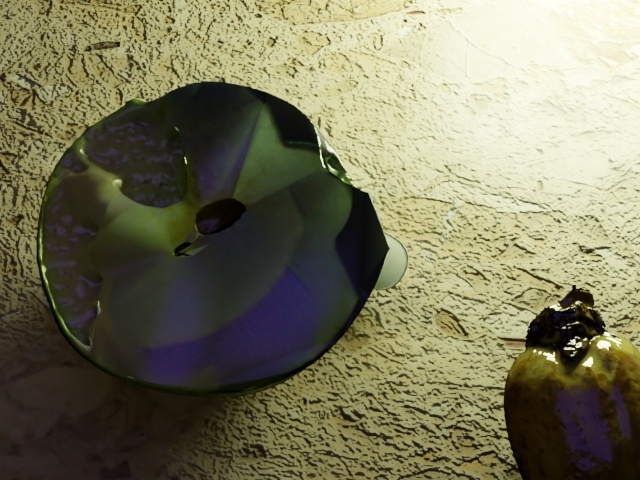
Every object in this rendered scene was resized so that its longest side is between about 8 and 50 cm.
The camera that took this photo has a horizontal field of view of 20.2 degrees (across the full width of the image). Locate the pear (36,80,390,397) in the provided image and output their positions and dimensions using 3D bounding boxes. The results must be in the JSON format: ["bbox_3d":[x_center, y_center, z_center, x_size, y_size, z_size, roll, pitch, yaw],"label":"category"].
[{"bbox_3d":[-0.126,0.026,2.031,0.399,0.165,0.399,0,60,1],"label":"pear"}]

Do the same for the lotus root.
[{"bbox_3d":[0.289,0.212,1.954,0.169,0.141,0.314,-8,66,-5],"label":"lotus root"}]

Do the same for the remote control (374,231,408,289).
[{"bbox_3d":[0.000,0.000,2.141,0.229,0.044,0.073,21,75,20],"label":"remote control"}]
